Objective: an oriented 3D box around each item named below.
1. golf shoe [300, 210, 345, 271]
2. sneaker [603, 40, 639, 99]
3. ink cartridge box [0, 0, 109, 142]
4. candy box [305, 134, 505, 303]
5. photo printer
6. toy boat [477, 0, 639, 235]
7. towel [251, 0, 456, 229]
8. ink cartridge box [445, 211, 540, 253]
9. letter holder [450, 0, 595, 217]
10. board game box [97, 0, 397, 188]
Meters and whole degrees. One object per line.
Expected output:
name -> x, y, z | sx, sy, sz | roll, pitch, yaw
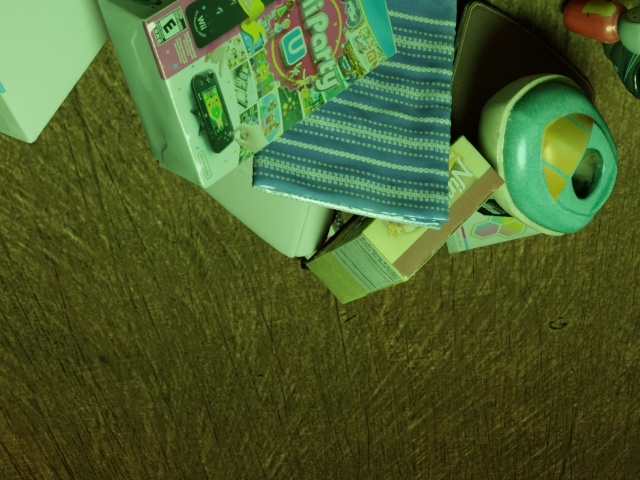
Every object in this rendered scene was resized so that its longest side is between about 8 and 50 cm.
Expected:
golf shoe -> 0.000, 0.000, 2.439 | 0.086, 0.067, 0.186 | -7, 147, 1
sneaker -> 0.486, -0.289, 2.072 | 0.101, 0.106, 0.267 | 15, 139, -30
ink cartridge box -> -0.397, -0.272, 1.712 | 0.270, 0.197, 0.198 | 21, 155, 23
candy box -> 0.102, -0.020, 2.053 | 0.183, 0.087, 0.316 | -44, -177, -15
photo printer -> -0.069, -0.148, 2.046 | 0.107, 0.256, 0.307 | -40, 163, -31
toy boat -> 0.331, -0.166, 2.028 | 0.148, 0.318, 0.267 | 21, 175, 40
towel -> 0.048, -0.185, 1.898 | 0.243, 0.336, 0.040 | 12, 151, -13
ink cartridge box -> 0.285, -0.053, 2.425 | 0.209, 0.062, 0.109 | -12, 146, 6
letter holder -> 0.218, -0.180, 2.163 | 0.152, 0.214, 0.302 | 5, 164, 46
board game box -> -0.072, -0.236, 1.747 | 0.303, 0.097, 0.224 | -38, 133, -25
